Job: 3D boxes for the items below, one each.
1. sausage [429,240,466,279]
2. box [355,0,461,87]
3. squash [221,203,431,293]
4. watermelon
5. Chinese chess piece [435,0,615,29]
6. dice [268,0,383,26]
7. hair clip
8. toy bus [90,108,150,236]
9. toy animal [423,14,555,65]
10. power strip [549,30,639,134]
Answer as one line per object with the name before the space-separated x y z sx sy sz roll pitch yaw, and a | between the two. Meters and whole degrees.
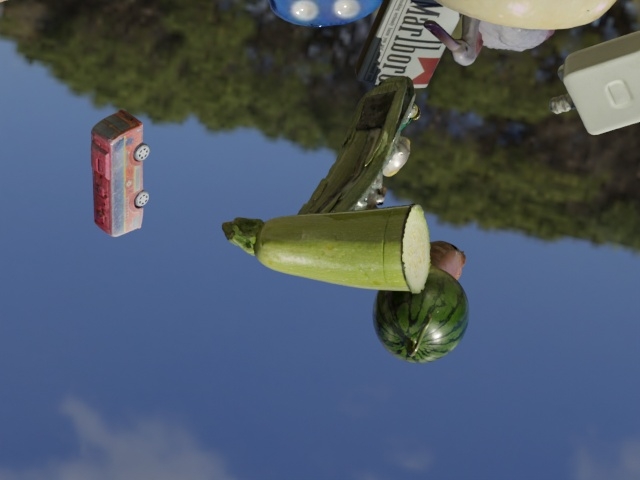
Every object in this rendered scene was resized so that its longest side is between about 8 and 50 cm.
sausage | 0.174 0.059 2.516 0.094 0.094 0.419 -30 180 16
box | 0.129 -0.295 2.157 0.115 0.177 0.036 3 -130 -19
squash | 0.000 0.000 1.589 0.224 0.094 0.094 5 -168 17
watermelon | 0.137 0.113 2.135 0.140 0.141 0.187 14 -148 9
Chinese chess piece | 0.207 -0.315 1.591 0.250 0.097 0.251 7 -146 -5
dice | 0.002 -0.345 1.768 0.146 0.143 0.146 -4 -138 3
hair clip | 0.052 -0.079 2.099 0.091 0.321 0.138 38 160 -19
toy bus | -0.304 -0.099 2.266 0.065 0.192 0.077 32 -135 32
toy animal | 0.250 -0.319 2.112 0.090 0.195 0.324 -7 -142 44
power strip | 0.420 -0.206 1.745 0.338 0.098 0.058 -16 -146 26
